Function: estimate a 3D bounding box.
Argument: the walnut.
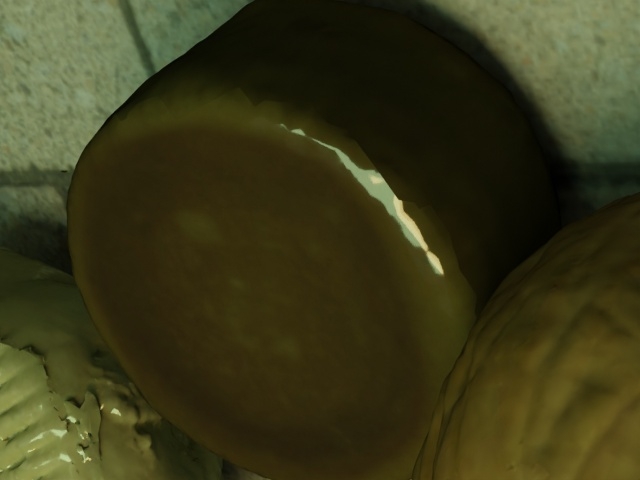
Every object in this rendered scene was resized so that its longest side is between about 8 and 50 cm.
[{"bbox_3d":[0.187,0.119,0.813,0.277,0.313,0.252,36,147,-2],"label":"walnut"}]

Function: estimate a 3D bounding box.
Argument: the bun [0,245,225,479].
[{"bbox_3d":[-0.202,0.175,1.211,0.360,0.211,0.359,6,99,41],"label":"bun"}]

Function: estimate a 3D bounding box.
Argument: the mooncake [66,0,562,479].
[{"bbox_3d":[0.000,0.000,0.978,0.284,0.155,0.284,19,130,25],"label":"mooncake"}]
